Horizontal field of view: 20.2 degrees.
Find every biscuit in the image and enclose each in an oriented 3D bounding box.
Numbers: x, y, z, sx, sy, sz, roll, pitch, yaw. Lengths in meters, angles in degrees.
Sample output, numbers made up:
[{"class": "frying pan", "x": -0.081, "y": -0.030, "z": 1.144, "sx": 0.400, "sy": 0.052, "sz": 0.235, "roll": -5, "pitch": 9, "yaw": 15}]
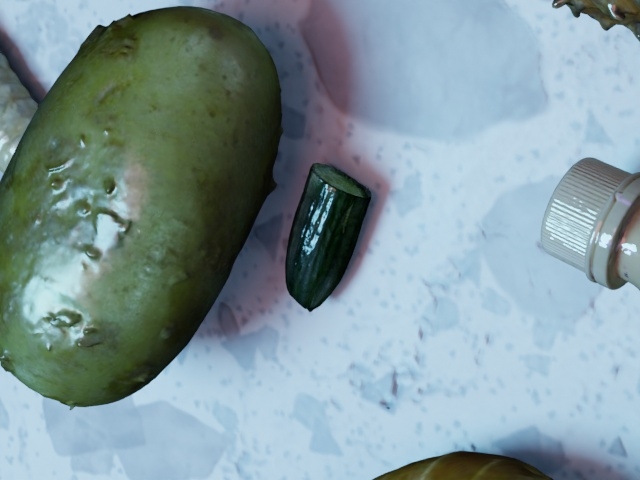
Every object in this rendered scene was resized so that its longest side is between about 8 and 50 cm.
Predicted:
[{"class": "biscuit", "x": -0.249, "y": -0.107, "z": 1.385, "sx": 0.061, "sy": 0.055, "sz": 0.219, "roll": -40, "pitch": 77, "yaw": 22}]

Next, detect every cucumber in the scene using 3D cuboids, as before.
[{"class": "cucumber", "x": 0.000, "y": 0.000, "z": 1.247, "sx": 0.048, "sy": 0.048, "sz": 0.105, "roll": 30, "pitch": 117, "yaw": 25}]

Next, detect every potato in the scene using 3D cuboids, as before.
[{"class": "potato", "x": -0.134, "y": -0.023, "z": 1.243, "sx": 0.173, "sy": 0.210, "sz": 0.307, "roll": 26, "pitch": 108, "yaw": -2}]

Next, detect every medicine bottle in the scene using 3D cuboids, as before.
[{"class": "medicine bottle", "x": 0.249, "y": 0.029, "z": 1.045, "sx": 0.252, "sy": 0.114, "sz": 0.114, "roll": 27, "pitch": 113, "yaw": 26}]

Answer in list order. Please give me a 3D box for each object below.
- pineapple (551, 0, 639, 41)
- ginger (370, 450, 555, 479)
[{"class": "pineapple", "x": 0.270, "y": -0.158, "z": 0.991, "sx": 0.310, "sy": 0.141, "sz": 0.170, "roll": 25, "pitch": 88, "yaw": 20}, {"class": "ginger", "x": 0.064, "y": 0.243, "z": 1.121, "sx": 0.152, "sy": 0.274, "sz": 0.357, "roll": 62, "pitch": 160, "yaw": -10}]
